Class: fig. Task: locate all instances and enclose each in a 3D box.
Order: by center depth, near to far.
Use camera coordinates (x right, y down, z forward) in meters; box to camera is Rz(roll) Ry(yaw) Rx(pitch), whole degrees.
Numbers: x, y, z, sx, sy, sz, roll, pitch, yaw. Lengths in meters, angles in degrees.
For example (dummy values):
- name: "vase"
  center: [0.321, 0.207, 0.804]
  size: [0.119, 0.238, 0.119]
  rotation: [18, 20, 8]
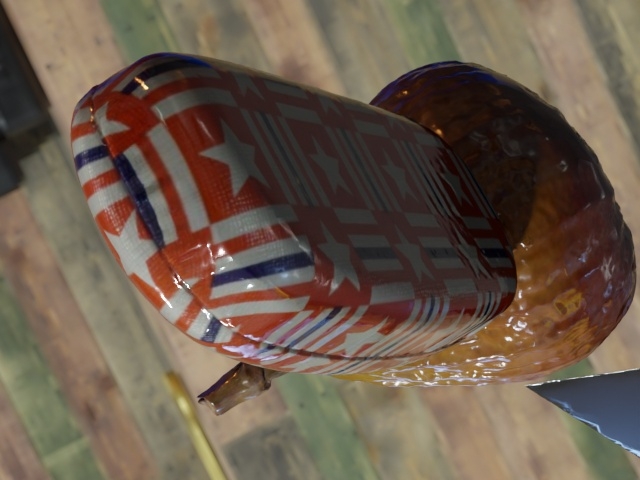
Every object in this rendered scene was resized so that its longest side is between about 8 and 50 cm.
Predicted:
- name: "fig"
  center: [0.043, 0.017, 0.562]
  size: [0.119, 0.153, 0.119]
  rotation: [30, -179, -1]

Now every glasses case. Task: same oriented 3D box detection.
- name: "glasses case"
  center: [0.000, 0.000, 0.417]
  size: [0.073, 0.049, 0.194]
  rotation: [61, -161, 14]

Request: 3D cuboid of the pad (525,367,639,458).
- name: "pad"
  center: [0.249, 0.121, 0.859]
  size: [0.245, 0.006, 0.170]
  rotation: [31, 152, -28]
